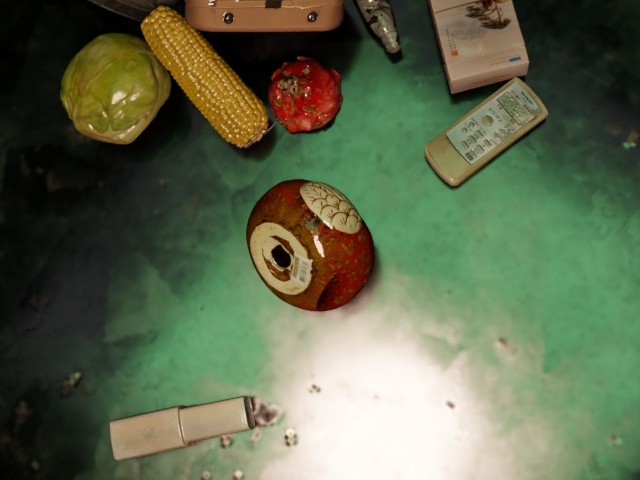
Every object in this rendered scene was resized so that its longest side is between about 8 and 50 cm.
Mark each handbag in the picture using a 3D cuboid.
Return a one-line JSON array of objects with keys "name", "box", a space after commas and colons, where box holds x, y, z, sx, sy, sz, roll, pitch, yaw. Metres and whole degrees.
[{"name": "handbag", "box": [-0.117, -0.489, 1.496, 0.302, 0.283, 0.149, -6, 120, -13]}]

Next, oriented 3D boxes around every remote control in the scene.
[{"name": "remote control", "box": [0.309, -0.203, 1.476, 0.234, 0.038, 0.098, -37, 77, 0]}]

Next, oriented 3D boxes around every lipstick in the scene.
[{"name": "lipstick", "box": [-0.250, 0.339, 1.438, 0.253, 0.079, 0.077, -14, 76, 5]}]

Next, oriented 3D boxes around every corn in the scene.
[{"name": "corn", "box": [-0.214, -0.307, 1.484, 0.106, 0.106, 0.305, -40, 107, 0]}]

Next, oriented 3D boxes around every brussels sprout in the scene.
[{"name": "brussels sprout", "box": [-0.405, -0.303, 1.540, 0.223, 0.161, 0.223, -1, 73, 4]}]

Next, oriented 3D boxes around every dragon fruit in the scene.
[{"name": "dragon fruit", "box": [-0.033, -0.295, 1.510, 0.153, 0.111, 0.153, -1, 82, 6]}]

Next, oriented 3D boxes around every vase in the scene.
[{"name": "vase", "box": [0.107, -0.462, 1.544, 0.060, 0.060, 0.211, -25, 77, 3]}]

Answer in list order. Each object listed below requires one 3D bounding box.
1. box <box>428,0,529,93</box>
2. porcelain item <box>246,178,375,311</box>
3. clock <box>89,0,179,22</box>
[{"name": "box", "box": [0.296, -0.411, 1.500, 0.150, 0.067, 0.233, -13, 75, 9]}, {"name": "porcelain item", "box": [0.000, 0.000, 1.420, 0.253, 0.253, 0.252, -2, 79, 8]}, {"name": "clock", "box": [-0.428, -0.514, 1.503, 0.325, 0.325, 0.067, 24, 89, 12]}]
